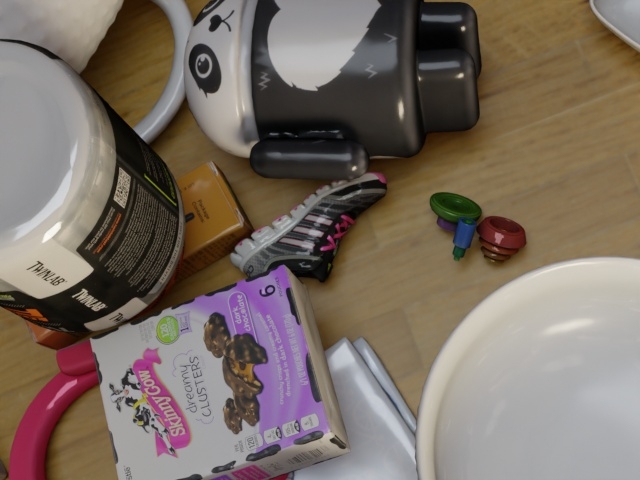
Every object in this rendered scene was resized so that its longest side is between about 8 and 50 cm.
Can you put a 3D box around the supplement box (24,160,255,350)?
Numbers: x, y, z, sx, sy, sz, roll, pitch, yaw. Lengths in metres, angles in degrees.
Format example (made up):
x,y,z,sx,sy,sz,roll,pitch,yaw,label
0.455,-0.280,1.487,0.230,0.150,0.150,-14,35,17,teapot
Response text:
x,y,z,sx,sy,sz,roll,pitch,yaw,label
-0.182,0.017,1.463,0.233,0.080,0.078,-30,74,5,supplement box

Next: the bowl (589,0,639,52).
x,y,z,sx,sy,sz,roll,pitch,yaw,label
0.342,-0.233,1.434,0.142,0.053,0.142,38,86,15,bowl

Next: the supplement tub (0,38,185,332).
x,y,z,sx,sy,sz,roll,pitch,yaw,label
-0.230,-0.030,1.278,0.193,0.316,0.193,-3,75,11,supplement tub

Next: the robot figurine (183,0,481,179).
x,y,z,sx,sy,sz,roll,pitch,yaw,label
0.010,-0.162,1.415,0.278,0.209,0.173,0,107,10,robot figurine

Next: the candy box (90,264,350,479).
x,y,z,sx,sy,sz,roll,pitch,yaw,label
-0.091,0.136,1.336,0.196,0.070,0.165,-21,64,9,candy box

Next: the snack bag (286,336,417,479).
x,y,z,sx,sy,sz,roll,pitch,yaw,label
-0.006,0.311,1.383,0.323,0.037,0.342,-34,74,1,snack bag

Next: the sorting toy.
x,y,z,sx,sy,sz,roll,pitch,yaw,label
0.143,-0.006,1.425,0.102,0.061,0.042,27,118,22,sorting toy

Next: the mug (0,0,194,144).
x,y,z,sx,sy,sz,roll,pitch,yaw,label
-0.299,-0.222,1.462,0.374,0.276,0.328,27,89,-15,mug

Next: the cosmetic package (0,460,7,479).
x,y,z,sx,sy,sz,roll,pitch,yaw,label
-0.434,0.247,1.455,0.231,0.085,0.117,-36,73,3,cosmetic package

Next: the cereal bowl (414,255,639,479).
x,y,z,sx,sy,sz,roll,pitch,yaw,label
0.250,0.193,1.294,0.339,0.141,0.339,-2,67,4,cereal bowl

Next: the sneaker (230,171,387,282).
x,y,z,sx,sy,sz,roll,pitch,yaw,label
0.000,0.000,1.441,0.170,0.063,0.075,-33,73,7,sneaker

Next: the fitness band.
x,y,z,sx,sy,sz,roll,pitch,yaw,label
-0.158,0.182,1.410,0.291,0.054,0.209,-17,65,13,fitness band
